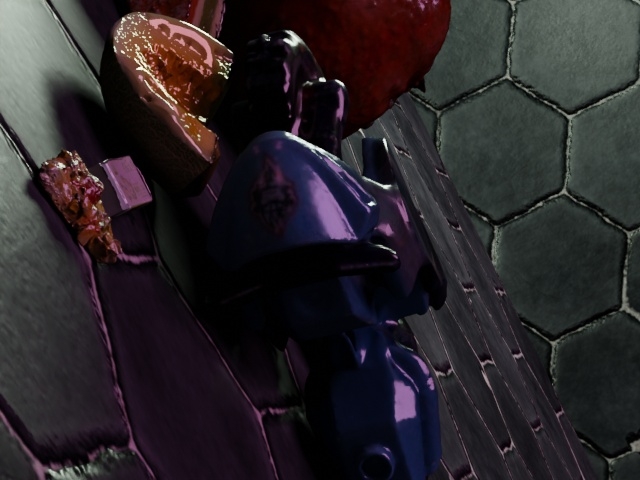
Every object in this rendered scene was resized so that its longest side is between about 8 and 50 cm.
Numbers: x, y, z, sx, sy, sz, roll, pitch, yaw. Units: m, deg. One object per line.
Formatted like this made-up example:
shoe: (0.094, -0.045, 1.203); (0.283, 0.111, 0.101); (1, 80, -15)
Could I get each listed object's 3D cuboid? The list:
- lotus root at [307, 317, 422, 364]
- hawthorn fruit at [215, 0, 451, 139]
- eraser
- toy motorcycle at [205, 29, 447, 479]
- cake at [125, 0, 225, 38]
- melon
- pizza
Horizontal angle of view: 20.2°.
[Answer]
lotus root: (0.047, 0.112, 1.592); (0.192, 0.088, 0.113); (65, 4, 7)
hawthorn fruit: (-0.020, -0.246, 1.738); (0.307, 0.265, 0.265); (55, 10, -2)
eraser: (-0.138, -0.036, 1.217); (0.038, 0.019, 0.083); (65, 10, -1)
toy motorcycle: (0.006, 0.050, 1.375); (0.232, 0.172, 0.416); (-80, 157, -64)
cake: (-0.109, -0.213, 1.549); (0.086, 0.116, 0.220); (57, 9, -64)
melon: (-0.123, -0.104, 1.329); (0.128, 0.079, 0.160); (42, 29, -22)
pizza: (-0.150, -0.029, 1.121); (0.083, 0.025, 0.078); (67, 8, 19)
